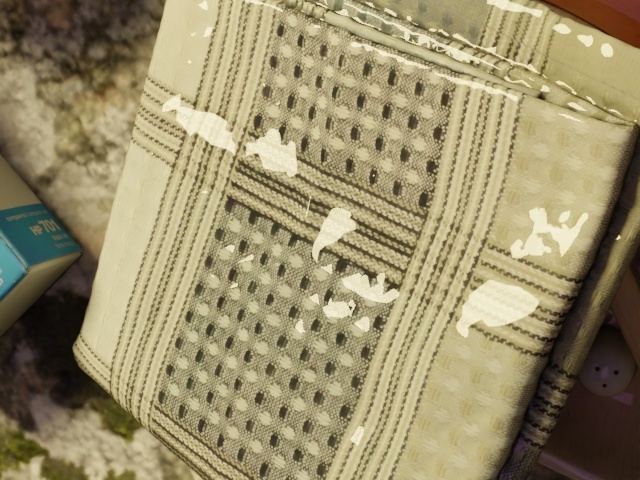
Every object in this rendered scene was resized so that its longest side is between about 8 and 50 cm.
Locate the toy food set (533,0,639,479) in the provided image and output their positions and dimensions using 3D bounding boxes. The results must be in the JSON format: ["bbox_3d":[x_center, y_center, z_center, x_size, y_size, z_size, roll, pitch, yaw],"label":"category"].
[{"bbox_3d":[0.129,-0.039,0.591,0.220,0.092,0.306,24,104,11],"label":"toy food set"}]

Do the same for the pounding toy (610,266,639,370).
[{"bbox_3d":[0.263,0.040,0.513,0.237,0.110,0.183,-22,112,0],"label":"pounding toy"}]

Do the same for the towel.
[{"bbox_3d":[0.000,0.000,0.586,0.312,0.056,0.324,32,107,37],"label":"towel"}]

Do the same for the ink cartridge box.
[{"bbox_3d":[-0.272,-0.014,0.713,0.139,0.082,0.191,-42,85,17],"label":"ink cartridge box"}]
